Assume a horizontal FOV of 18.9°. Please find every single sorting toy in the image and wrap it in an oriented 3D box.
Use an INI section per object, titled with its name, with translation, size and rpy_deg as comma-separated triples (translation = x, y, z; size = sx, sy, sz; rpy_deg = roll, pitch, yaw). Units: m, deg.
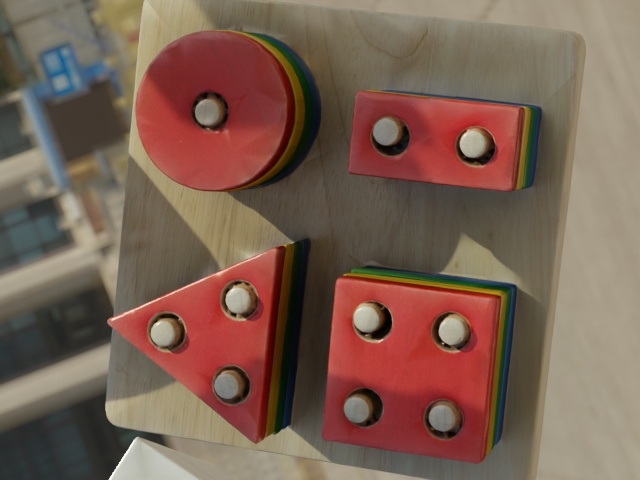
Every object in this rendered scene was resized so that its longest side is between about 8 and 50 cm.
[sorting toy]
translation = 0.000, 0.000, 1.065
size = 0.089, 0.255, 0.257
rpy_deg = -16, -67, -73

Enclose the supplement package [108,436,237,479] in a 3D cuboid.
[supplement package]
translation = -0.101, 0.306, 1.796
size = 0.194, 0.149, 0.203
rpy_deg = 32, 177, 21
